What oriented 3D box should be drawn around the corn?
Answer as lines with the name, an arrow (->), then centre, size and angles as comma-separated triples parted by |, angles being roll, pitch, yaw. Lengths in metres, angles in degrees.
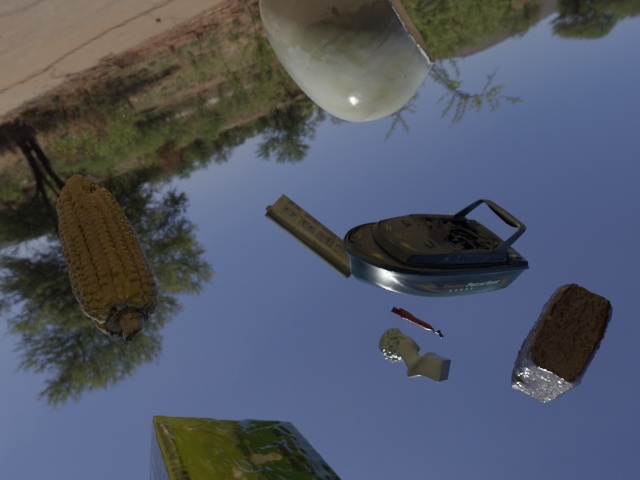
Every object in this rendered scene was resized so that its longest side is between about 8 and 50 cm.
corn -> -0.284, 0.017, 0.592 | 0.097, 0.097, 0.261 | -27, -118, -11

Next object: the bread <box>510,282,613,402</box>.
bread -> 0.473, 0.225, 0.915 | 0.113, 0.416, 0.165 | 25, -104, 27

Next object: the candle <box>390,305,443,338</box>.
candle -> 0.284, 0.236, 1.301 | 0.026, 0.167, 0.021 | -62, 175, -12

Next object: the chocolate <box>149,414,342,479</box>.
chocolate -> -0.133, 0.424, 0.759 | 0.289, 0.137, 0.301 | 15, 179, -28

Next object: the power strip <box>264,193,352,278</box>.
power strip -> 0.000, 0.000, 0.953 | 0.034, 0.268, 0.092 | -50, -176, 26

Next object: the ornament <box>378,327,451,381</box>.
ornament -> 0.314, 0.404, 1.555 | 0.285, 0.130, 0.120 | 29, -82, 54

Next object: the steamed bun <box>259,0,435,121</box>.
steamed bun -> 0.035, -0.348, 0.755 | 0.206, 0.324, 0.324 | -32, -166, 27

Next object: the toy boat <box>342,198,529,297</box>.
toy boat -> 0.121, 0.009, 0.470 | 0.246, 0.103, 0.093 | 0, -144, -35
